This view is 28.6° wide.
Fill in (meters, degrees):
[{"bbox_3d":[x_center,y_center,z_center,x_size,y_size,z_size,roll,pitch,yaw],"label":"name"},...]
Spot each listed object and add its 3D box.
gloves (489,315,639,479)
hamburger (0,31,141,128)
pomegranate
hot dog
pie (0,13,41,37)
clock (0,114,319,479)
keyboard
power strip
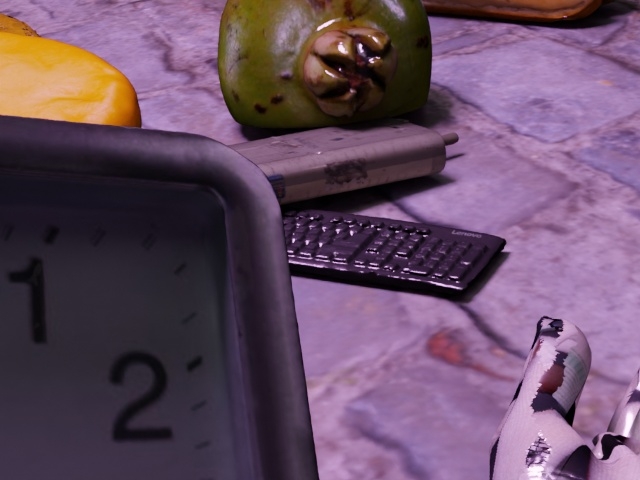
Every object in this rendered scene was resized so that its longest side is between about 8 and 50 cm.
[{"bbox_3d":[0.148,0.091,0.547,0.127,0.111,0.212,-17,15,40],"label":"gloves"},{"bbox_3d":[-0.221,-0.021,0.789,0.246,0.170,0.246,4,32,-3],"label":"hamburger"},{"bbox_3d":[-0.006,-0.180,1.088,0.189,0.159,0.241,1,21,19],"label":"pomegranate"},{"bbox_3d":[0.177,-0.313,1.437,0.337,0.100,0.135,13,31,34],"label":"hot dog"},{"bbox_3d":[-0.412,-0.183,1.306,0.273,0.069,0.273,-5,26,2],"label":"pie"},{"bbox_3d":[-0.126,0.092,0.334,0.273,0.279,0.049,4,-26,-27],"label":"clock"},{"bbox_3d":[0.000,0.000,0.880,0.250,0.017,0.087,7,28,27],"label":"keyboard"},{"bbox_3d":[-0.003,-0.060,0.967,0.268,0.034,0.092,-13,20,-28],"label":"power strip"}]
